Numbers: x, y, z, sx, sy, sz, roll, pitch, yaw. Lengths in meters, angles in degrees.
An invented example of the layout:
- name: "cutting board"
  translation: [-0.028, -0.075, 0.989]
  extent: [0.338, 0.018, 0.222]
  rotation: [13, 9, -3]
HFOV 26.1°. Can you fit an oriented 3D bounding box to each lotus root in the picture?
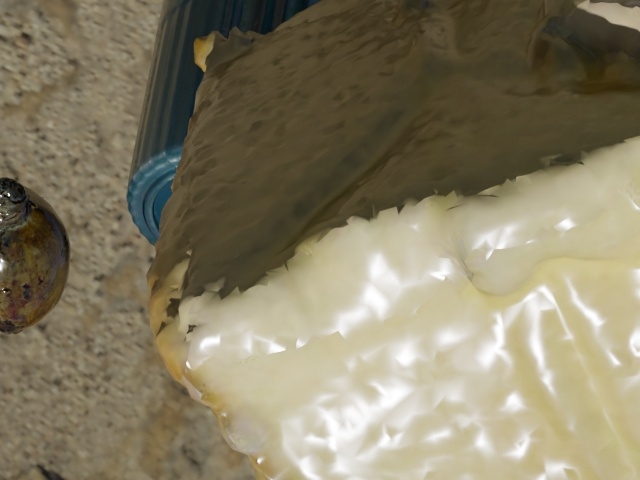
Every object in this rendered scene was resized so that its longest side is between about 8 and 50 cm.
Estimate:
- name: "lotus root"
  translation: [-0.295, 0.010, 1.294]
  extent: [0.120, 0.120, 0.209]
  rotation: [-38, 156, -33]

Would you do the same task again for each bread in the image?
- name: "bread"
  translation: [0.116, 0.044, 0.696]
  extent: [0.279, 0.390, 0.371]
  rotation: [-24, 112, 8]

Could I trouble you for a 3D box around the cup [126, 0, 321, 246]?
- name: "cup"
  translation: [-0.027, -0.114, 1.220]
  extent: [0.308, 0.242, 0.292]
  rotation: [73, 21, -55]
